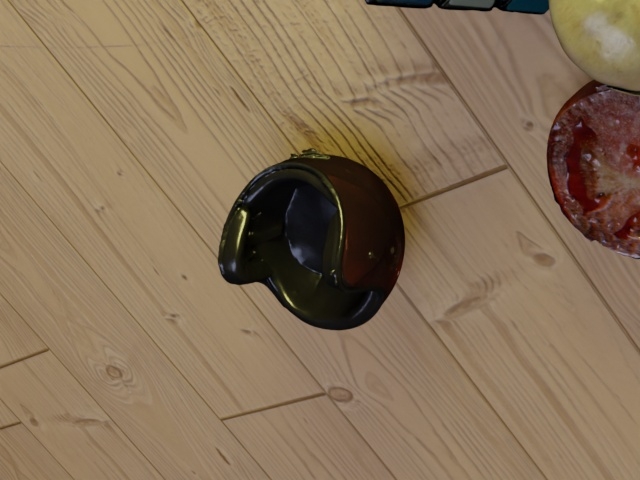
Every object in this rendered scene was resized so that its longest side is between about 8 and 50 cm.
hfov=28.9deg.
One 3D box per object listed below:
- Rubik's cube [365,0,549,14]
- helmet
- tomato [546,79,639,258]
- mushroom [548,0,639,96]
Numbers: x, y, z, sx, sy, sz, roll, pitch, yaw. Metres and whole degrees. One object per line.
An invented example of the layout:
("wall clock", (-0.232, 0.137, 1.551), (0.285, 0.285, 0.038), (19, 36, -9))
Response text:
("Rubik's cube", (0.113, -0.333, 1.141), (0.234, 0.284, 0.250), (46, -174, 26))
("helmet", (0.000, 0.000, 1.426), (0.189, 0.193, 0.216), (2, 122, 33))
("tomato", (0.333, -0.081, 1.200), (0.225, 0.085, 0.225), (16, 133, 18))
("mushroom", (0.268, -0.199, 1.094), (0.154, 0.154, 0.122), (38, 154, -1))
